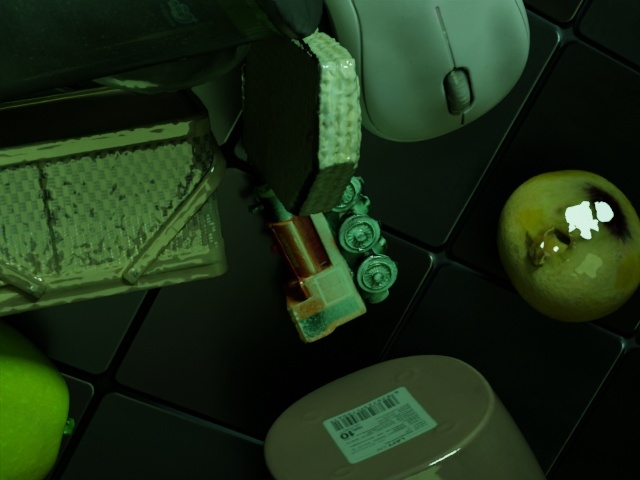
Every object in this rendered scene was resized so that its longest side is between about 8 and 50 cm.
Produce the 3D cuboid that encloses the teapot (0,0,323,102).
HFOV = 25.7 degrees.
[{"bbox_3d":[-0.148,-0.197,1.069,0.337,0.200,0.270,-11,149,18],"label":"teapot"}]

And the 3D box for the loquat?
[{"bbox_3d":[0.240,0.004,1.346,0.163,0.163,0.137,30,109,-24],"label":"loquat"}]

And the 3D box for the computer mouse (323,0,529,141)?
[{"bbox_3d":[0.086,-0.220,1.230,0.184,0.121,0.296,-23,114,-8],"label":"computer mouse"}]

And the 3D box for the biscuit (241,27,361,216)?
[{"bbox_3d":[-0.018,-0.109,1.168,0.052,0.252,0.150,-5,110,-14],"label":"biscuit"}]

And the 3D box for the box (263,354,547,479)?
[{"bbox_3d":[0.084,0.256,1.333,0.301,0.301,0.216,-22,107,-7],"label":"box"}]

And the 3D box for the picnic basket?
[{"bbox_3d":[-0.214,-0.040,1.186,0.267,0.165,0.139,-11,112,-13],"label":"picnic basket"}]

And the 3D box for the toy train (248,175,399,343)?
[{"bbox_3d":[0.000,0.000,1.318,0.118,0.074,0.176,-27,118,-1],"label":"toy train"}]

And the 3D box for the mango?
[{"bbox_3d":[-0.378,0.118,1.208,0.343,0.156,0.192,35,90,-21],"label":"mango"}]
